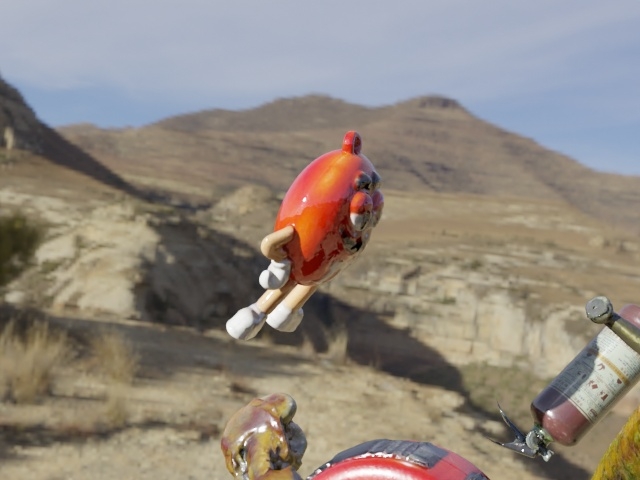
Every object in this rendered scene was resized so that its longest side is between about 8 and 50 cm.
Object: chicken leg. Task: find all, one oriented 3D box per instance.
[{"bbox_3d":[-0.027,0.171,0.612,0.107,0.087,0.251,-21,21,4],"label":"chicken leg"}]

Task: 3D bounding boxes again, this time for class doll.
[{"bbox_3d":[0.000,0.000,1.009,0.085,0.217,0.183,33,10,19],"label":"doll"}]

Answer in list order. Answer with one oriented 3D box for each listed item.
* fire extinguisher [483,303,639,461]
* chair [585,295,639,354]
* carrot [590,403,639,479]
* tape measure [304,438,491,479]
[{"bbox_3d":[0.290,0.165,1.201,0.099,0.231,0.071,46,-6,16],"label":"fire extinguisher"},{"bbox_3d":[0.527,0.192,0.895,0.410,0.362,0.365,42,25,-29],"label":"chair"},{"bbox_3d":[0.221,0.151,0.671,0.082,0.173,0.082,5,44,-5],"label":"carrot"},{"bbox_3d":[0.084,0.314,0.978,0.253,0.260,0.114,-11,-3,24],"label":"tape measure"}]
